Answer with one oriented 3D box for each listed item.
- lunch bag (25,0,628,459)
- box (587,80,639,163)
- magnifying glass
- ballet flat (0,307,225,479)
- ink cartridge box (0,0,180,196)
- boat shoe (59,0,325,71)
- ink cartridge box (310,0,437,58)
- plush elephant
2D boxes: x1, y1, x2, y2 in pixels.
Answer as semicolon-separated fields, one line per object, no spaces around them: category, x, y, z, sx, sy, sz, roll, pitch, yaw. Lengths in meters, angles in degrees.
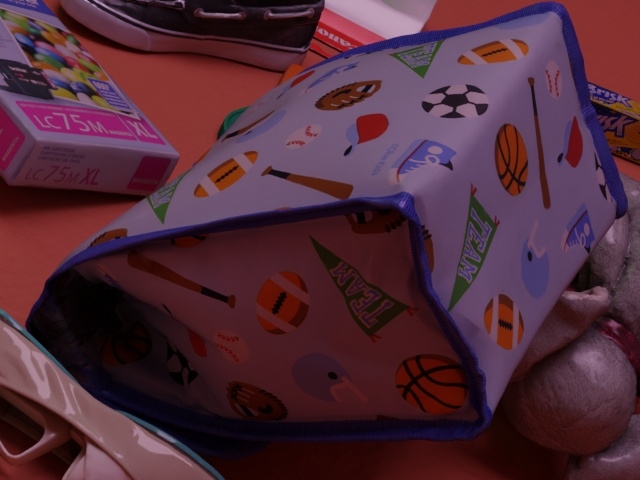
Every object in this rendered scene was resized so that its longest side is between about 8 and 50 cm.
lunch bag;0.000;0.000;1.259;0.385;0.239;0.328;-6;26;33
box;0.364;-0.148;2.004;0.168;0.059;0.054;20;30;-13
magnifying glass;-0.048;-0.130;1.699;0.092;0.026;0.231;26;33;-3
ballet flat;-0.179;0.146;1.155;0.248;0.086;0.086;34;32;13
ink cartridge box;-0.287;-0.161;1.492;0.311;0.065;0.185;45;23;29
boat shoe;-0.133;-0.262;1.745;0.301;0.102;0.108;9;36;-28
ink cartridge box;0.039;-0.285;1.962;0.181;0.056;0.225;27;30;-1
plush elephant;0.239;0.091;1.419;0.255;0.272;0.330;-32;20;-16
